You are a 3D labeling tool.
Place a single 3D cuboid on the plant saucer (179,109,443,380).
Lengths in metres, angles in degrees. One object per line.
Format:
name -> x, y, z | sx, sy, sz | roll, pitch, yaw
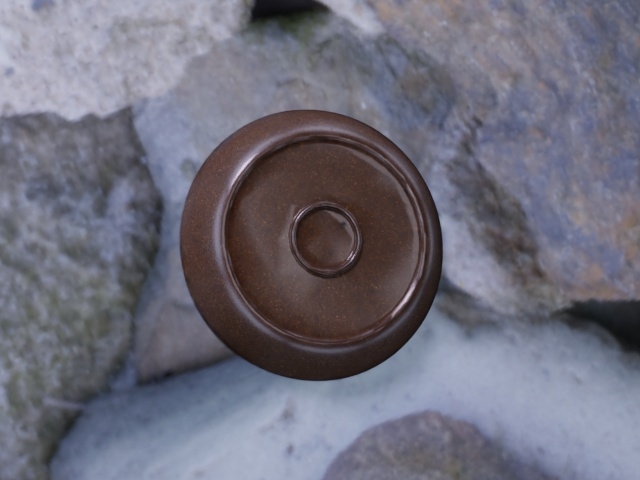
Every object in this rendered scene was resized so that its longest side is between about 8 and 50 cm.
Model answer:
plant saucer -> 0.000, 0.000, 0.925 | 0.168, 0.029, 0.168 | 3, 80, -16
